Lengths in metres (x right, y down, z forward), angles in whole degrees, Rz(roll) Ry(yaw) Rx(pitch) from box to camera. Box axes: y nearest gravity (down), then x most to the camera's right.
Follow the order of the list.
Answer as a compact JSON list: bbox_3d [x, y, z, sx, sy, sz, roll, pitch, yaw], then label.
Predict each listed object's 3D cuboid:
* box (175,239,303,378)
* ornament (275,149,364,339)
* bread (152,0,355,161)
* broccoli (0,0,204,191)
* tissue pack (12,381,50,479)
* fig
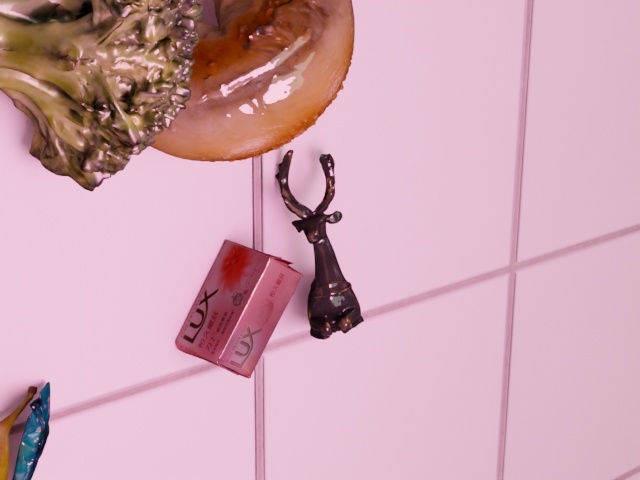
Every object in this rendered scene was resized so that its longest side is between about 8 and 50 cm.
[{"bbox_3d":[-0.101,0.081,1.461,0.060,0.111,0.156,32,81,-36],"label":"box"},{"bbox_3d":[0.000,0.000,1.533,0.080,0.202,0.236,-13,91,0],"label":"ornament"},{"bbox_3d":[-0.057,-0.201,1.338,0.314,0.192,0.171,-53,146,-19],"label":"bread"},{"bbox_3d":[-0.249,-0.193,1.167,0.246,0.248,0.288,17,105,-28],"label":"broccoli"},{"bbox_3d":[-0.320,0.234,1.338,0.028,0.085,0.138,16,100,-5],"label":"tissue pack"},{"bbox_3d":[-0.373,0.220,1.305,0.093,0.093,0.166,39,50,-42],"label":"fig"}]
